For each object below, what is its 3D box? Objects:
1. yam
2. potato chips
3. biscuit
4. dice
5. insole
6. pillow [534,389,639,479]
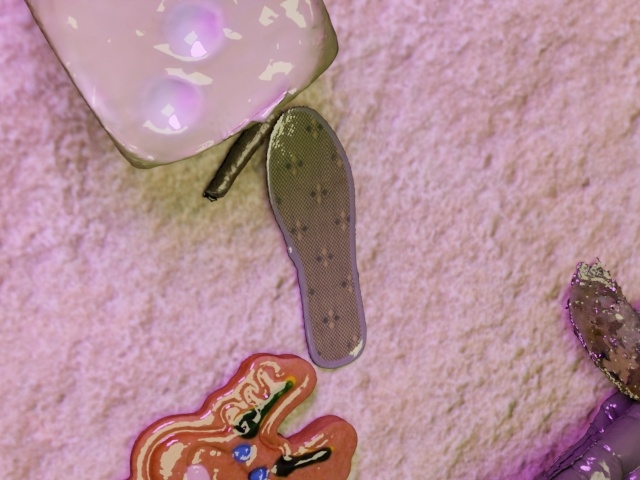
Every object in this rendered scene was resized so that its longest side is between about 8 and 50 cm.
[{"bbox_3d":[-0.086,-0.096,1.579,0.033,0.027,0.129,32,88,-21],"label":"yam"},{"bbox_3d":[0.412,0.111,1.771,0.220,0.029,0.202,18,67,-11],"label":"potato chips"},{"bbox_3d":[-0.117,0.275,1.623,0.334,0.047,0.202,-33,109,-12],"label":"biscuit"},{"bbox_3d":[-0.145,-0.236,1.392,0.252,0.254,0.249,-30,110,1],"label":"dice"},{"bbox_3d":[0.000,0.000,1.626,0.109,0.007,0.322,-16,108,-22],"label":"insole"},{"bbox_3d":[0.360,0.344,1.740,0.326,0.101,0.228,-35,96,-23],"label":"pillow"}]
